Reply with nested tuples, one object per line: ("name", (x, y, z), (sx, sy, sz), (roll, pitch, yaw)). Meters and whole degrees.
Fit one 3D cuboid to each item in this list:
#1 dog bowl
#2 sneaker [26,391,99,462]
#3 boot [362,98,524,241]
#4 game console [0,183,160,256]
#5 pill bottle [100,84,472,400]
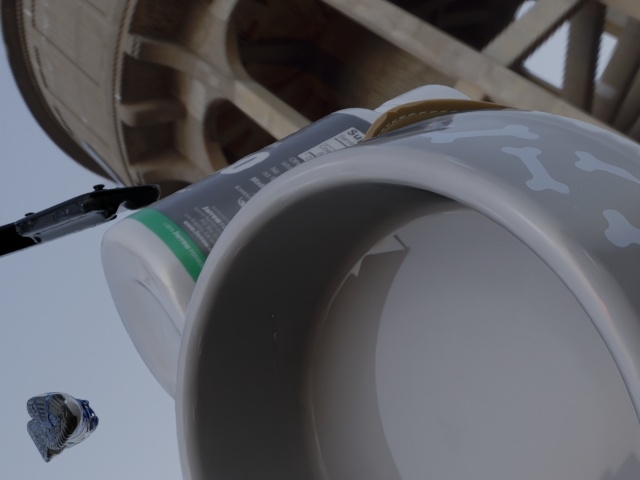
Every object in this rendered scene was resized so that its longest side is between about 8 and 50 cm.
("dog bowl", (0.057, 0.104, 0.469), (0.102, 0.349, 0.348), (-7, -54, -48))
("sneaker", (-0.347, 0.239, 1.241), (0.081, 0.080, 0.211), (-28, -7, -29))
("boot", (0.148, -0.018, 0.638), (0.284, 0.220, 0.109), (12, -88, -7))
("game console", (-0.317, -0.027, 1.129), (0.213, 0.361, 0.044), (-23, -83, -44))
("pill bottle", (0.000, 0.000, 0.853), (0.361, 0.204, 0.204), (-30, -41, -27))
